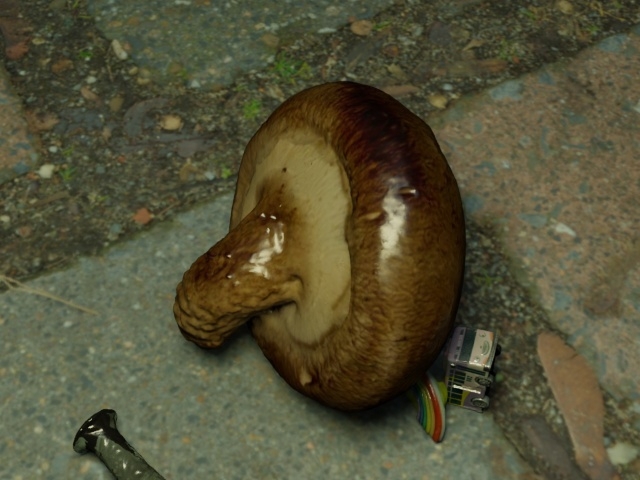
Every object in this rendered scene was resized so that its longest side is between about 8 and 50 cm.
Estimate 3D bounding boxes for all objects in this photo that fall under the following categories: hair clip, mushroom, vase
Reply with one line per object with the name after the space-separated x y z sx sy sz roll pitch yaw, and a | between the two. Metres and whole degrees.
0.096 0.128 1.220 0.033 0.060 0.188 -4 49 -24 | hair clip
0.020 0.000 1.168 0.345 0.345 0.239 36 25 22 | mushroom
-0.182 0.247 1.132 0.059 0.059 0.167 -37 64 -23 | vase

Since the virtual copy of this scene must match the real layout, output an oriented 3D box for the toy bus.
0.159 0.136 1.187 0.058 0.102 0.052 12 56 11 | toy bus
